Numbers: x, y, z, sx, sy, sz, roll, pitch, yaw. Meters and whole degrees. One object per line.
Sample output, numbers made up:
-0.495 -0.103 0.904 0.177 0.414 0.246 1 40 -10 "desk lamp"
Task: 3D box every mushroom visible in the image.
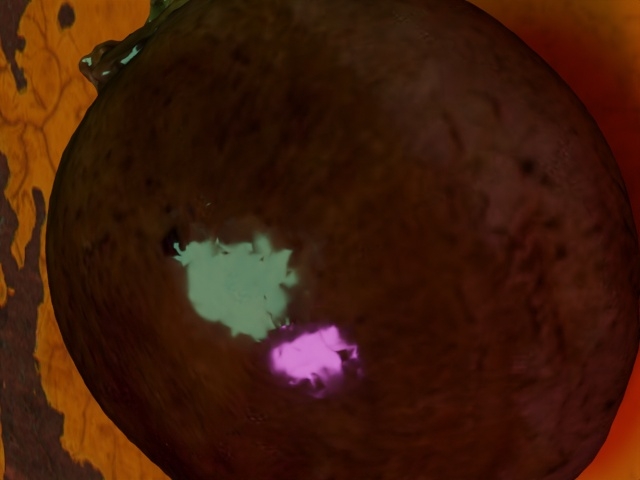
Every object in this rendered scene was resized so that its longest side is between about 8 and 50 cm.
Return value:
-0.013 -0.003 0.605 0.283 0.195 0.263 60 144 31 "mushroom"
